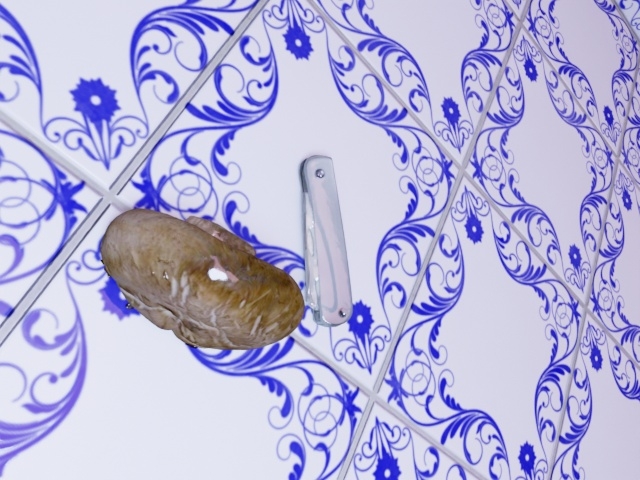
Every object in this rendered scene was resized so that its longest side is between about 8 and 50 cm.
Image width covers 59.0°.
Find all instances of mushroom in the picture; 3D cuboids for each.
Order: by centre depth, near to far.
[{"bbox_3d":[-0.116,0.050,0.688,0.286,0.151,0.155,31,65,-29],"label":"mushroom"}]

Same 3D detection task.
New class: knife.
[{"bbox_3d":[0.003,-0.001,0.862,0.073,0.041,0.265,0,81,-29],"label":"knife"}]
